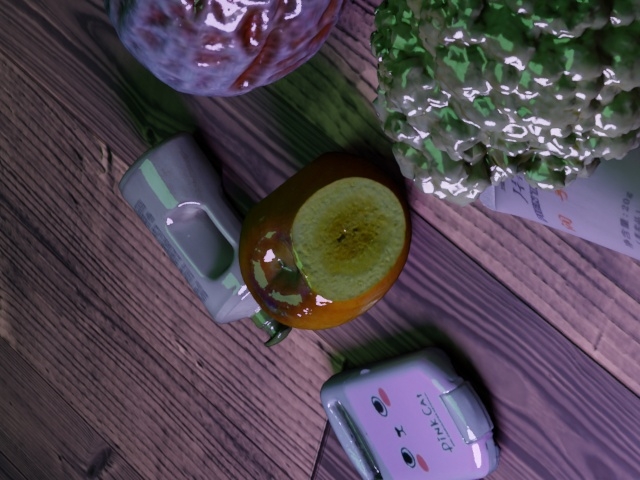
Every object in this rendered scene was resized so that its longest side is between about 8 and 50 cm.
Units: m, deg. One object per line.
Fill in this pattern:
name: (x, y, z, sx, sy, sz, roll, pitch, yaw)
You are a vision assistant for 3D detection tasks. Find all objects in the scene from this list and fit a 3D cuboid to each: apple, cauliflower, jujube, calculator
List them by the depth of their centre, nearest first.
cauliflower: (0.174, -0.173, 1.300, 0.260, 0.281, 0.327, 42, 122, -14)
jujube: (-0.069, -0.277, 1.495, 0.308, 0.215, 0.246, 117, 139, -55)
apple: (0.003, 0.005, 1.679, 0.146, 0.147, 0.163, 57, 144, -1)
calculator: (0.087, 0.183, 1.804, 0.246, 0.045, 0.141, -21, 99, 56)

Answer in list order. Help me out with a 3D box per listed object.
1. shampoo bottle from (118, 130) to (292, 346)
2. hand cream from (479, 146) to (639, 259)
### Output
shampoo bottle: (-0.107, 0.008, 1.870, 0.234, 0.087, 0.118, 53, 146, 6)
hand cream: (0.227, -0.052, 1.424, 0.314, 0.089, 0.139, 25, 132, 49)
